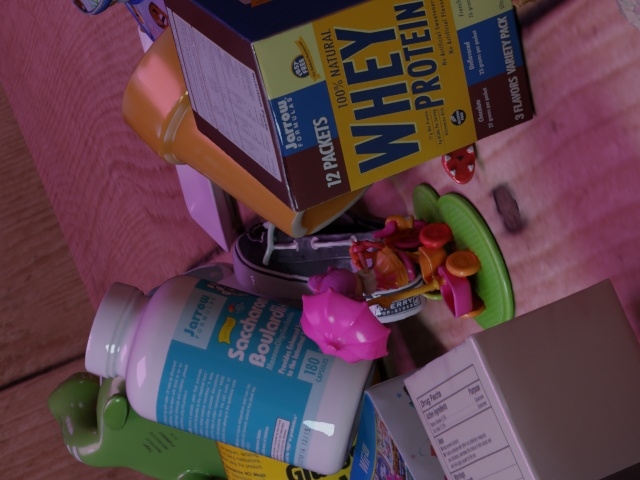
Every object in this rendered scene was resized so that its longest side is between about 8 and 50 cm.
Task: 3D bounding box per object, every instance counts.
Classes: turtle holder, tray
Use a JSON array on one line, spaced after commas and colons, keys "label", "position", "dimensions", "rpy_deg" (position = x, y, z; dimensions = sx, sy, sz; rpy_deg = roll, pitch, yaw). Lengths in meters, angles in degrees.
[{"label": "turtle holder", "position": [-0.148, 0.167, 2.266], "dimensions": [0.320, 0.243, 0.227], "rpy_deg": [-49, 27, 33]}, {"label": "tray", "position": [-0.157, -0.128, 2.364], "dimensions": [0.145, 0.030, 0.270], "rpy_deg": [40, 148, 58]}]

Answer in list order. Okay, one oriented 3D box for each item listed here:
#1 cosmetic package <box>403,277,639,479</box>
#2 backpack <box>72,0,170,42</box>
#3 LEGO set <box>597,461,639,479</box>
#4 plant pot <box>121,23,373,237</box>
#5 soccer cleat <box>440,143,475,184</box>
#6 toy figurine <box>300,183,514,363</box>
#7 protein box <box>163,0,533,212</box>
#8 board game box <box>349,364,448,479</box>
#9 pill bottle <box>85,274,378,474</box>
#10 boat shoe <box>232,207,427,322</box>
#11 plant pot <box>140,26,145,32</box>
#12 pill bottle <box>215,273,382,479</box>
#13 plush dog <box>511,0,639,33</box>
[{"label": "cosmetic package", "position": [0.182, 0.199, 1.275], "dimensions": [0.309, 0.113, 0.160], "rpy_deg": [67, 162, 8]}, {"label": "backpack", "position": [-0.148, -0.318, 1.786], "dimensions": [0.263, 0.213, 0.276], "rpy_deg": [51, 157, 18]}, {"label": "LEGO set", "position": [0.249, 0.215, 1.067], "dimensions": [0.255, 0.192, 0.331], "rpy_deg": [-32, 78, 58]}, {"label": "plant pot", "position": [-0.040, -0.111, 1.731], "dimensions": [0.188, 0.205, 0.205], "rpy_deg": [47, 159, 14]}, {"label": "soccer cleat", "position": [0.103, -0.083, 1.562], "dimensions": [0.035, 0.029, 0.083], "rpy_deg": [104, 145, -79]}, {"label": "toy figurine", "position": [0.053, 0.035, 1.640], "dimensions": [0.173, 0.159, 0.130], "rpy_deg": [51, 157, 48]}, {"label": "protein box", "position": [0.016, -0.145, 1.443], "dimensions": [0.201, 0.200, 0.136], "rpy_deg": [42, 150, 58]}, {"label": "board game box", "position": [0.141, 0.295, 1.815], "dimensions": [0.224, 0.097, 0.303], "rpy_deg": [96, 150, -58]}, {"label": "pill bottle", "position": [-0.086, 0.120, 1.853], "dimensions": [0.146, 0.264, 0.146], "rpy_deg": [16, -90, -84]}, {"label": "boat shoe", "position": [-0.004, 0.001, 1.877], "dimensions": [0.306, 0.113, 0.105], "rpy_deg": [-157, 53, -65]}, {"label": "plant pot", "position": [-0.148, -0.265, 2.071], "dimensions": [0.081, 0.081, 0.083], "rpy_deg": [-150, 53, -66]}, {"label": "pill bottle", "position": [-0.017, 0.198, 2.038], "dimensions": [0.188, 0.188, 0.334], "rpy_deg": [32, 142, 65]}, {"label": "plush dog", "position": [0.216, -0.112, 0.899], "dimensions": [0.225, 0.210, 0.262], "rpy_deg": [50, 176, -33]}]
